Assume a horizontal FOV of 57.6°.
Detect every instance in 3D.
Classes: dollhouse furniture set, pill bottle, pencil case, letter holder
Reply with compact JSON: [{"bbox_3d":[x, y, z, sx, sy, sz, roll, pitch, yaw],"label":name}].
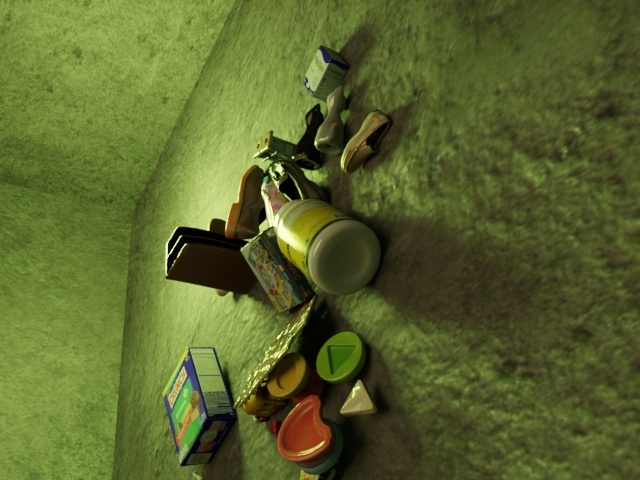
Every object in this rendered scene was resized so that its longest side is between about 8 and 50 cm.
[{"bbox_3d":[-0.150,-0.250,1.956,0.129,0.129,0.184,-18,61,57],"label":"dollhouse furniture set"},{"bbox_3d":[0.000,0.000,1.511,0.334,0.187,0.188,36,109,60],"label":"pill bottle"},{"bbox_3d":[-0.120,-0.066,1.831,0.124,0.124,0.284,-50,38,38],"label":"pencil case"},{"bbox_3d":[-0.352,0.044,2.002,0.214,0.301,0.152,-49,38,39],"label":"letter holder"}]

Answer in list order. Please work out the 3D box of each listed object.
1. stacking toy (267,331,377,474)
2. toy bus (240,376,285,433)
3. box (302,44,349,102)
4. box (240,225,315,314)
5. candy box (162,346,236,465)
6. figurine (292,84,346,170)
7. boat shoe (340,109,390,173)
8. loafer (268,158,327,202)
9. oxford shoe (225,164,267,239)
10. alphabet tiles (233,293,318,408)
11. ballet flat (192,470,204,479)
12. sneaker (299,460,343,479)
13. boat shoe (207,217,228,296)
[{"bbox_3d":[0.026,0.387,1.399,0.279,0.130,0.309,-32,37,15],"label":"stacking toy"},{"bbox_3d":[-0.184,0.464,1.714,0.191,0.104,0.202,21,95,62],"label":"toy bus"},{"bbox_3d":[0.014,-0.528,1.849,0.137,0.072,0.126,-60,33,26],"label":"box"},{"bbox_3d":[-0.129,0.090,1.712,0.159,0.044,0.233,-34,87,50],"label":"box"},{"bbox_3d":[-0.436,0.581,2.068,0.268,0.122,0.317,-60,38,26],"label":"candy box"},{"bbox_3d":[0.006,-0.348,1.776,0.215,0.092,0.210,-24,53,54],"label":"figurine"},{"bbox_3d":[0.120,-0.252,1.546,0.072,0.068,0.190,53,124,41],"label":"boat shoe"},{"bbox_3d":[-0.087,-0.169,1.762,0.267,0.084,0.096,40,135,37],"label":"loafer"},{"bbox_3d":[-0.237,-0.133,2.094,0.130,0.132,0.364,100,-179,-48],"label":"oxford shoe"},{"bbox_3d":[-0.121,0.301,1.586,0.342,0.011,0.285,-52,4,21],"label":"alphabet tiles"},{"bbox_3d":[-0.423,0.857,2.044,0.041,0.041,0.114,-59,33,29],"label":"ballet flat"},{"bbox_3d":[-0.021,0.591,1.399,0.208,0.081,0.094,-59,31,7],"label":"sneaker"},{"bbox_3d":[-0.395,0.059,2.265,0.110,0.121,0.341,-51,38,36],"label":"boat shoe"}]
